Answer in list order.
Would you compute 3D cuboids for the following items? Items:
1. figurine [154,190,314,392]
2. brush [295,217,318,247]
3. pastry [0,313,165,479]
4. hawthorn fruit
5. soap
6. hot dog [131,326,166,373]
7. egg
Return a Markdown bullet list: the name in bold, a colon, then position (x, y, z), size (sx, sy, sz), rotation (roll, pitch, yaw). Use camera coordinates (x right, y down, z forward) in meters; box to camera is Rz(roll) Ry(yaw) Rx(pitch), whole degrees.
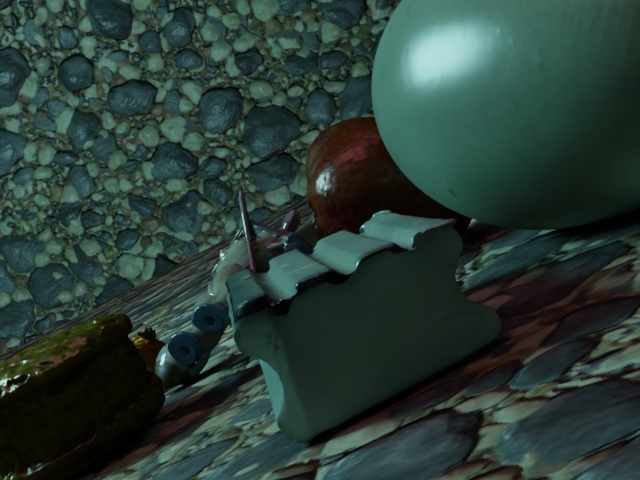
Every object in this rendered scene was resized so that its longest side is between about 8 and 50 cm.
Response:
- **figurine**: position (-0.077, 0.070, 1.181), size (0.205, 0.103, 0.260), rotation (-64, -5, 18)
- **brush**: position (0.000, 0.000, 1.573), size (0.050, 0.060, 0.321), rotation (-39, 0, 25)
- **pastry**: position (-0.224, 0.140, 1.078), size (0.189, 0.103, 0.189), rotation (-27, 6, 3)
- **hawthorn fruit**: position (0.089, -0.050, 1.187), size (0.203, 0.162, 0.162), rotation (-11, 6, 2)
- **soap**: position (0.018, 0.048, 0.864), size (0.150, 0.094, 0.261), rotation (-23, 4, -3)
- **hot dog**: position (-0.197, 0.131, 1.297), size (0.072, 0.055, 0.188), rotation (-26, 5, 6)
- **egg**: position (0.178, -0.123, 0.931), size (0.230, 0.230, 0.371), rotation (-30, 12, -26)
